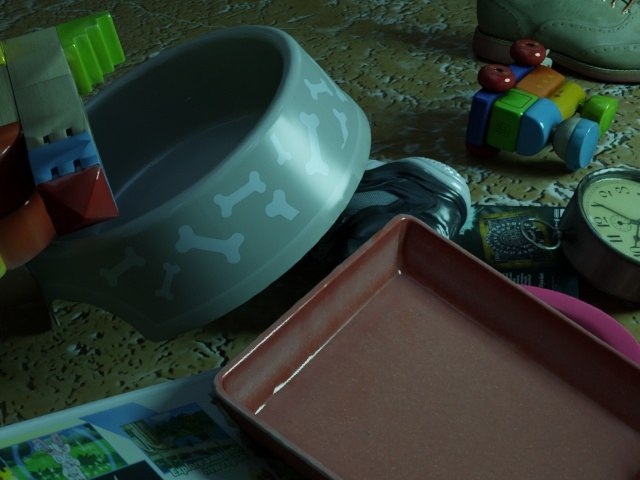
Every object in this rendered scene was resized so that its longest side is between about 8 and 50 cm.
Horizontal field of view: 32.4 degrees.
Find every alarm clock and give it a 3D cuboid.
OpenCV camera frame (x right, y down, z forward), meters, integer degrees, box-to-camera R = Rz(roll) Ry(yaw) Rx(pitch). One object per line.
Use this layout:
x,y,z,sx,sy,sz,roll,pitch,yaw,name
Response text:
0.262,-0.003,0.984,0.192,0.064,0.129,3,47,-21,alarm clock

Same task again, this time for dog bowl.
-0.131,-0.065,1.003,0.348,0.102,0.349,-22,34,16,dog bowl

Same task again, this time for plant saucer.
0.095,0.115,0.692,0.259,0.048,0.258,34,37,13,plant saucer

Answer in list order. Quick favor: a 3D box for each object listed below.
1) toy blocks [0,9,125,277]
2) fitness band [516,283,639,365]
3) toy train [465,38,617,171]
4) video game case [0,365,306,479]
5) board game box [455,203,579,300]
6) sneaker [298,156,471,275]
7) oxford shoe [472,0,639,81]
-0.313,-0.032,0.857,0.381,0.191,0.261,-19,39,-8,toy blocks
0.115,0.126,0.832,0.291,0.054,0.209,-27,39,-33,fitness band
0.280,-0.166,1.277,0.143,0.105,0.248,24,39,24,toy train
-0.047,0.190,0.535,0.300,0.036,0.329,40,25,25,video game case
0.177,0.020,1.028,0.126,0.026,0.186,2,30,12,board game box
0.000,0.000,1.010,0.268,0.101,0.153,-4,36,14,sneaker
0.365,-0.291,1.445,0.348,0.130,0.123,10,32,23,oxford shoe
